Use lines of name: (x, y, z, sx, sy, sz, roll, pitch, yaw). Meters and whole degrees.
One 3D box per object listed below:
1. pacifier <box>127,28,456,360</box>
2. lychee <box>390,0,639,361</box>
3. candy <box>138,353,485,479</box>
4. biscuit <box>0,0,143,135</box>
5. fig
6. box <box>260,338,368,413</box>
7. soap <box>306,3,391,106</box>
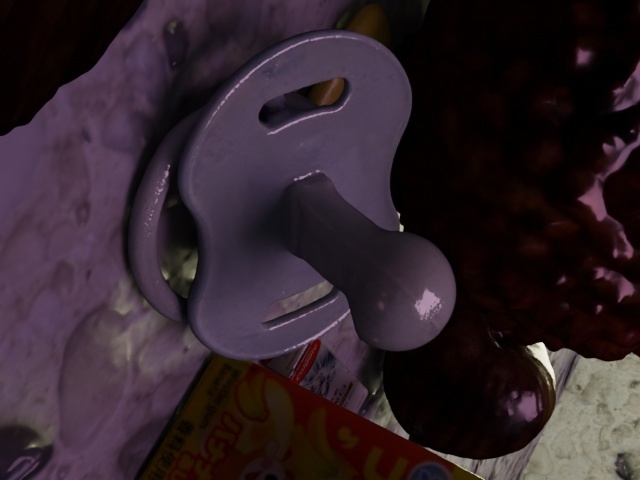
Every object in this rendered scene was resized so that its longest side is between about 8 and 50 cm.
pacifier: (0.000, 0.000, 0.718, 0.238, 0.226, 0.287, -22, 131, -33)
lychee: (0.280, -0.106, 0.940, 0.500, 0.424, 0.424, -24, 132, -41)
candy: (0.001, 0.213, 0.824, 0.146, 0.276, 0.088, -58, 155, -16)
biscuit: (-0.089, -0.233, 0.352, 0.407, 0.091, 0.407, -64, 178, -5)
fig: (0.167, 0.209, 1.285, 0.217, 0.217, 0.321, -46, 166, -39)
box: (-0.002, 0.144, 1.042, 0.055, 0.039, 0.218, -60, 154, -12)
soap: (0.017, -0.126, 0.858, 0.168, 0.033, 0.089, -60, 152, -15)
